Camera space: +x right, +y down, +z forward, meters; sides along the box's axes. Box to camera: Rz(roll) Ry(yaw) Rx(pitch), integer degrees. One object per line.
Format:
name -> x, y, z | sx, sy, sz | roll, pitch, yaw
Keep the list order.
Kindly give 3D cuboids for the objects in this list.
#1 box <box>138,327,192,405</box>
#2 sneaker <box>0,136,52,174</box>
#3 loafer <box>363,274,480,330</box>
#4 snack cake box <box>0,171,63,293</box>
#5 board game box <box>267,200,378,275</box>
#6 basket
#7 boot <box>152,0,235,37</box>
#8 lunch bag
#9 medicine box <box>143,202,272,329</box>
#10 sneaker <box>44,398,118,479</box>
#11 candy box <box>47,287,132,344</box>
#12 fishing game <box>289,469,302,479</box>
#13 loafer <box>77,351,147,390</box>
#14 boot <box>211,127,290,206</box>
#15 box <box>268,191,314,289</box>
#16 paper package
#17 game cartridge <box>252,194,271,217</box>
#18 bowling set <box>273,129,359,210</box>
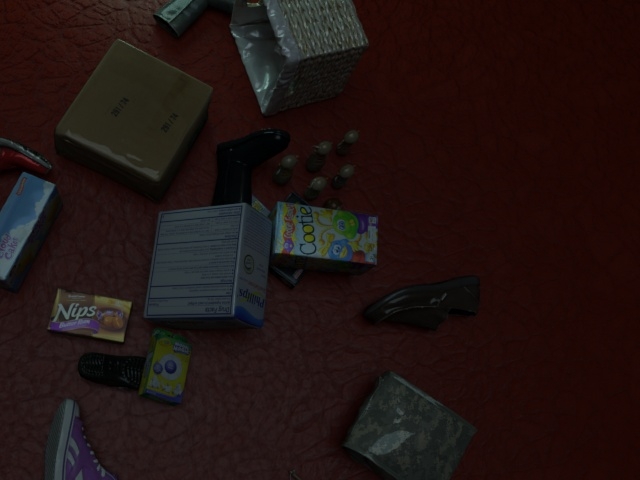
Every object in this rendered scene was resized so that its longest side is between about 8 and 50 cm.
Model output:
box -> -0.384, 0.312, 1.703 | 0.105, 0.043, 0.179 | 28, 52, -34
sneaker -> -0.837, -0.209, 1.759 | 0.279, 0.107, 0.118 | 17, 89, -6
loafer -> 0.299, 0.189, 1.898 | 0.366, 0.134, 0.130 | -11, 77, -17
snack cake box -> -0.743, -0.017, 1.681 | 0.089, 0.152, 0.264 | 23, 70, -7
board game box -> 0.000, 0.000, 1.817 | 0.275, 0.144, 0.142 | 7, 73, -13
basket -> -0.068, -0.581, 1.931 | 0.266, 0.328, 0.331 | -15, 78, -20
boot -> -0.361, -0.679, 2.017 | 0.190, 0.076, 0.208 | 31, 61, 11
lunch bag -> 0.214, 0.507, 1.765 | 0.287, 0.169, 0.235 | 38, 69, -6
medicine box -> -0.279, 0.070, 1.712 | 0.264, 0.149, 0.289 | -4, 72, 25
sneaker -> -0.563, 0.522, 1.613 | 0.161, 0.102, 0.282 | 13, 62, -34
candy box -> -0.579, 0.192, 1.715 | 0.187, 0.053, 0.109 | 13, 71, -12
fishing game -> -0.104, 0.716, 1.690 | 0.189, 0.041, 0.264 | 42, 68, -2
loafer -> -0.496, 0.327, 1.688 | 0.220, 0.078, 0.080 | 21, 57, -25
boot -> -0.189, -0.181, 1.853 | 0.247, 0.094, 0.207 | -10, 70, 29
box -> -0.080, -0.001, 1.901 | 0.175, 0.051, 0.220 | 39, 68, -1
paper package -> -0.492, -0.317, 1.827 | 0.310, 0.168, 0.324 | 27, 69, -7
game cartridge -> -0.186, -0.086, 1.919 | 0.083, 0.017, 0.056 | 44, 72, 1
bowling set -> 0.028, -0.183, 1.928 | 0.287, 0.154, 0.200 | -30, 83, -20
